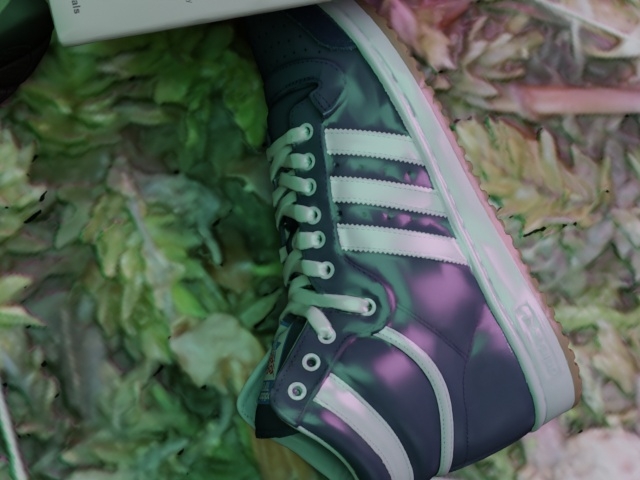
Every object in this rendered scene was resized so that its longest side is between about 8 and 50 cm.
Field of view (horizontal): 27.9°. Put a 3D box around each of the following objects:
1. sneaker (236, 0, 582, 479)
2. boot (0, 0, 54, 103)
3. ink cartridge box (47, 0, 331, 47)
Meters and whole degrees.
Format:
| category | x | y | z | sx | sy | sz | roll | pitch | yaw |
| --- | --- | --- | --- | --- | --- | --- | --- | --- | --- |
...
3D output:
| category | x | y | z | sx | sy | sz | roll | pitch | yaw |
| --- | --- | --- | --- | --- | --- | --- | --- | --- | --- |
| sneaker | 0.000 | 0.000 | 0.651 | 0.153 | 0.099 | 0.282 | -30 | 87 | -16 |
| boot | -0.351 | -0.111 | 0.590 | 0.377 | 0.138 | 0.284 | -35 | 87 | -19 |
| ink cartridge box | -0.021 | -0.190 | 0.629 | 0.237 | 0.172 | 0.100 | -10 | 125 | -5 |
